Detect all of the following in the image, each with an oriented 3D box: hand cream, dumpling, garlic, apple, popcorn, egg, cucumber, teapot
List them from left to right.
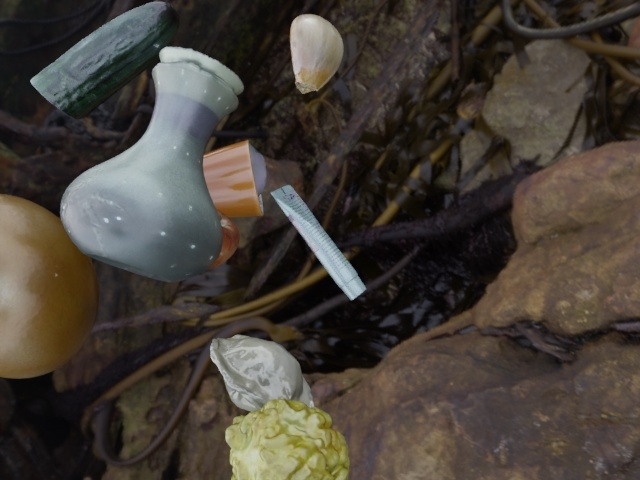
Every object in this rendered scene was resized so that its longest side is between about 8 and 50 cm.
[{"bbox_3d":[-0.564,0.080,1.107,0.282,0.282,0.351,-37,85,24],"label":"egg"},{"bbox_3d":[-0.320,-0.287,0.965,0.244,0.115,0.063,-41,75,0],"label":"cucumber"},{"bbox_3d":[-0.176,-0.085,0.697,0.183,0.183,0.251,7,74,46],"label":"teapot"},{"bbox_3d":[-0.215,-0.003,1.126,0.102,0.126,0.126,-50,43,17],"label":"apple"},{"bbox_3d":[-0.131,0.285,1.252,0.258,0.193,0.147,37,106,14],"label":"dumpling"},{"bbox_3d":[-0.064,0.405,1.105,0.181,0.235,0.217,-86,8,-52],"label":"popcorn"},{"bbox_3d":[-0.025,-0.499,1.572,0.164,0.145,0.245,-54,30,40],"label":"garlic"},{"bbox_3d":[0.000,0.000,1.500,0.058,0.085,0.331,-37,87,39],"label":"hand cream"}]

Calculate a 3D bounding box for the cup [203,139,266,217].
[{"bbox_3d":[-0.256,-0.135,1.456,0.263,0.182,0.226,-10,14,-2],"label":"cup"}]
